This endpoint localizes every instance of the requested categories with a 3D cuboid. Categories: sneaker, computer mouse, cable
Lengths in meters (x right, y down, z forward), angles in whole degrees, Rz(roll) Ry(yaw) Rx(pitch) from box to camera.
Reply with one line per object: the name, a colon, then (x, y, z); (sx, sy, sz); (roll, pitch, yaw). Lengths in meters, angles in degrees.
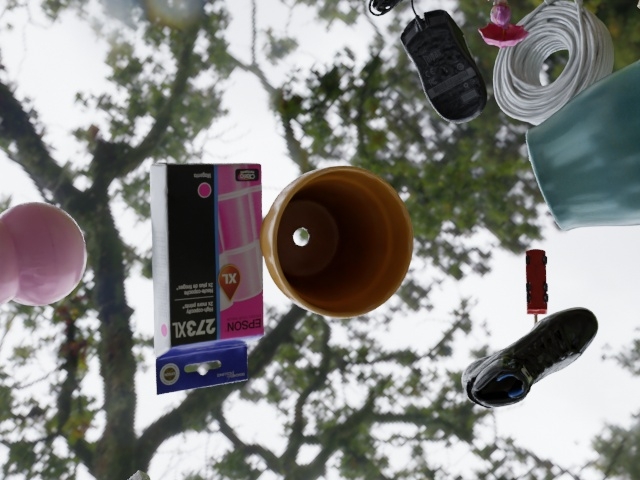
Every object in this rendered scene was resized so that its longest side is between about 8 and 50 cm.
sneaker: (0.303, 0.173, 1.371); (0.079, 0.217, 0.121); (58, -174, -3)
computer mouse: (0.216, -0.333, 1.569); (0.262, 0.184, 0.060); (56, -157, -3)
cable: (0.473, -0.360, 2.001); (0.089, 0.257, 0.257); (16, -127, -42)

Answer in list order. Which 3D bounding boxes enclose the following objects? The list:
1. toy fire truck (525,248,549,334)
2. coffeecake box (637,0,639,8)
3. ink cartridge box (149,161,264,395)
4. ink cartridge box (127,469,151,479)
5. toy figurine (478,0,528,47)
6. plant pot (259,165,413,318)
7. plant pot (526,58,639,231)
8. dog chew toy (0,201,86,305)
toy fire truck: (0.453, 0.129, 2.052); (0.135, 0.047, 0.192); (70, -159, -61)
coffeecake box: (0.367, -0.232, 0.860); (0.142, 0.068, 0.185); (37, -127, -13)
ink cartridge box: (-0.179, 0.059, 1.566); (0.176, 0.370, 0.069); (-4, -172, -36)
ink cartridge box: (-0.328, 0.444, 1.689); (0.028, 0.083, 0.048); (42, -173, -40)
toy figurine: (0.310, -0.410, 1.656); (0.173, 0.130, 0.159); (20, -113, -77)
plant pot: (0.000, 0.000, 1.389); (0.205, 0.205, 0.188); (32, 170, -19)
plant pot: (0.478, -0.138, 1.562); (0.271, 0.255, 0.271); (51, -152, -40)
dog chew toy: (-0.626, 0.039, 1.875); (0.332, 0.206, 0.206); (-12, -128, -36)
